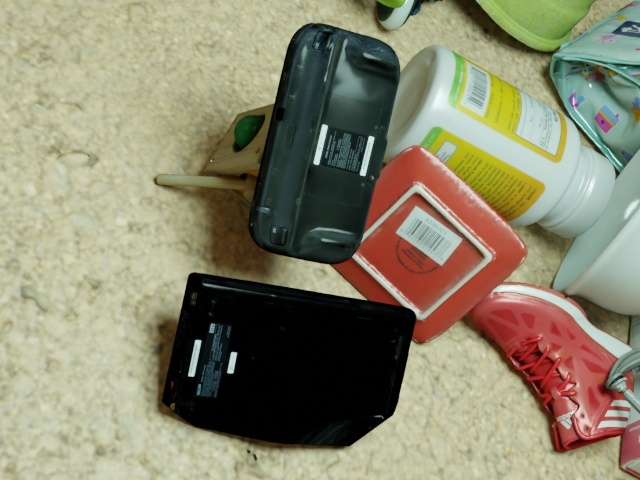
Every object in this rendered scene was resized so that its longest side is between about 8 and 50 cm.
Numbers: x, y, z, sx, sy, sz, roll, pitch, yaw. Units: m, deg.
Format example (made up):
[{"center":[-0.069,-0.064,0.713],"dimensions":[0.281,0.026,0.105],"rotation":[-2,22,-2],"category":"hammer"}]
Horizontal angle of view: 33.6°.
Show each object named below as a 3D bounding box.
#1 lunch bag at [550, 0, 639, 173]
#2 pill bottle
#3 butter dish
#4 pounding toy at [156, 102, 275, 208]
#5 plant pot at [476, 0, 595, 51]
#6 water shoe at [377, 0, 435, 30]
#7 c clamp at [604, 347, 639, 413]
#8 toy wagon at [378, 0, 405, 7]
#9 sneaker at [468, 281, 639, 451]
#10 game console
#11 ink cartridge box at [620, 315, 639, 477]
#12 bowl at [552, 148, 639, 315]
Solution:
[{"center":[0.440,-0.190,1.345],"dimensions":[0.262,0.160,0.223],"rotation":[45,53,11],"category":"lunch bag"},{"center":[0.192,-0.097,1.148],"dimensions":[0.245,0.136,0.136],"rotation":[26,54,-18],"category":"pill bottle"},{"center":[0.107,-0.009,1.061],"dimensions":[0.160,0.160,0.118],"rotation":[43,27,-5],"category":"butter dish"},{"center":[-0.051,-0.061,0.984],"dimensions":[0.141,0.130,0.100],"rotation":[37,70,-25],"category":"pounding toy"},{"center":[0.315,-0.413,1.284],"dimensions":[0.276,0.254,0.276],"rotation":[26,49,-34],"category":"plant pot"},{"center":[0.130,-0.317,1.270],"dimensions":[0.080,0.073,0.203],"rotation":[32,53,-17],"category":"water shoe"},{"center":[0.345,0.172,1.056],"dimensions":[0.137,0.022,0.161],"rotation":[-14,48,-26],"category":"c clamp"},{"center":[0.059,-0.433,1.207],"dimensions":[0.344,0.068,0.267],"rotation":[32,81,14],"category":"toy wagon"},{"center":[0.241,0.136,1.086],"dimensions":[0.221,0.087,0.128],"rotation":[25,53,-17],"category":"sneaker"},{"center":[0.000,0.000,0.919],"dimensions":[0.213,0.044,0.362],"rotation":[11,94,-27],"category":"game console"},{"center":[0.427,0.174,1.178],"dimensions":[0.158,0.092,0.218],"rotation":[28,51,-16],"category":"ink cartridge box"},{"center":[0.386,-0.026,1.116],"dimensions":[0.134,0.298,0.298],"rotation":[36,51,3],"category":"bowl"}]
